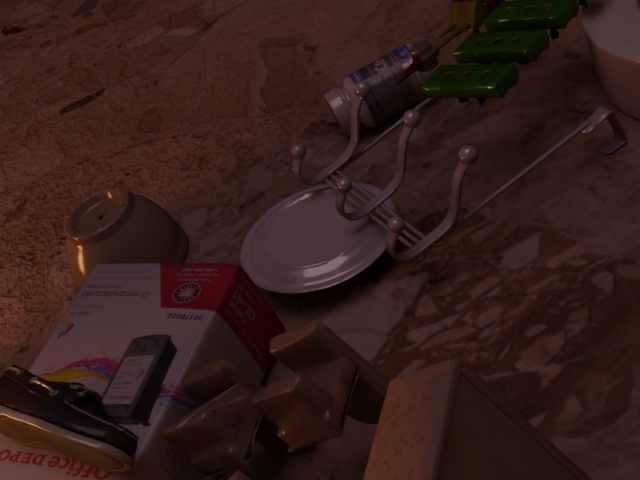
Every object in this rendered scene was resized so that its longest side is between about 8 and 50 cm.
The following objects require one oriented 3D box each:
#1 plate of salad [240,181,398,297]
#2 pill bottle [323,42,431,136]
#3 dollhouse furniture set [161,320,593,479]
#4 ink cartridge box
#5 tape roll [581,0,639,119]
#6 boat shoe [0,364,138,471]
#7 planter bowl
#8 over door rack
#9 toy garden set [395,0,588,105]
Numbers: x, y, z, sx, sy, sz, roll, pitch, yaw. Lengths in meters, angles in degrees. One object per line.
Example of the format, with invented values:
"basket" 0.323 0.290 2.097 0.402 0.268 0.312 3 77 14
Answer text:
"plate of salad" 0.000 0.000 1.343 0.199 0.048 0.200 -14 37 11
"pill bottle" 0.078 -0.200 1.492 0.137 0.078 0.078 -29 39 0
"dollhouse furniture set" 0.030 0.280 0.946 0.394 0.256 0.362 -26 33 39
"ink cartridge box" -0.206 0.175 1.217 0.226 0.131 0.306 -1 46 31
"tape roll" 0.457 -0.262 1.310 0.286 0.100 0.286 -16 41 15
"boat shoe" -0.254 0.168 1.086 0.227 0.081 0.069 7 57 40
"planter bowl" -0.270 -0.003 1.467 0.162 0.109 0.162 -17 40 15
"over door rack" 0.152 -0.126 1.308 0.324 0.108 0.239 -28 38 -16
"toy garden set" 0.200 -0.235 1.328 0.203 0.049 0.244 8 46 47
